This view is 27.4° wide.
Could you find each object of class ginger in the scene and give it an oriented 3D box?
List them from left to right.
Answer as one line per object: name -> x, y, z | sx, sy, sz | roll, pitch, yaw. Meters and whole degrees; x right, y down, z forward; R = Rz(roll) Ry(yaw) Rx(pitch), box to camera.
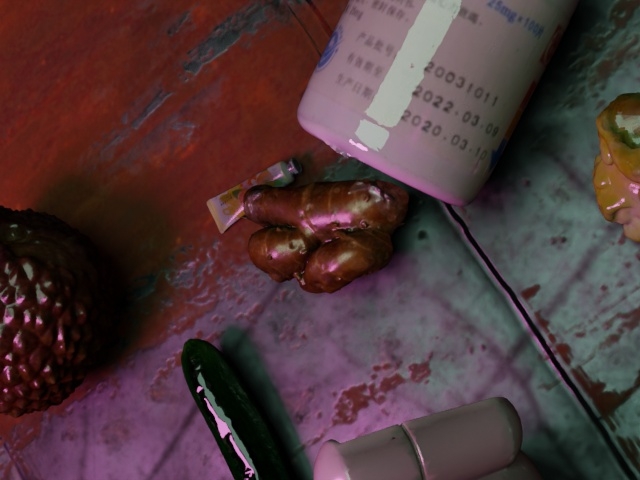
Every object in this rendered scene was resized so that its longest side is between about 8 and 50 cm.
ginger -> 0.000, 0.000, 1.147 | 0.162, 0.073, 0.103 | 1, 71, 31

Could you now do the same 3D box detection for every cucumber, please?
cucumber -> -0.053, 0.212, 1.155 | 0.056, 0.056, 0.284 | -30, 77, 19

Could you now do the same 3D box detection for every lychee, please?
lychee -> -0.279, 0.069, 1.214 | 0.188, 0.188, 0.188 | -3, 83, 24

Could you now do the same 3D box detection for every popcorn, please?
popcorn -> 0.281, -0.054, 1.002 | 0.125, 0.126, 0.145 | -42, 50, -12

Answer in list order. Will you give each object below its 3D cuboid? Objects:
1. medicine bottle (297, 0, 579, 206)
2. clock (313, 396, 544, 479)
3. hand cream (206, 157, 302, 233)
medicine bottle -> 0.114, -0.187, 1.060 | 0.170, 0.170, 0.293 | 31, 97, 24
clock -> 0.093, 0.310, 0.935 | 0.184, 0.342, 0.326 | -13, 69, -10
hand cream -> -0.061, -0.044, 1.206 | 0.102, 0.022, 0.035 | -30, 80, 23
